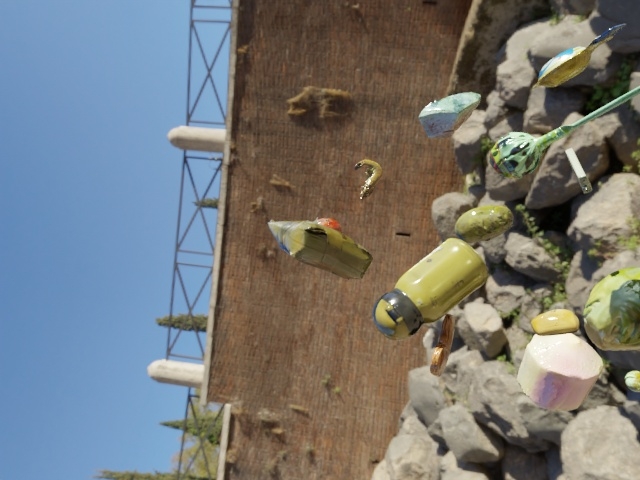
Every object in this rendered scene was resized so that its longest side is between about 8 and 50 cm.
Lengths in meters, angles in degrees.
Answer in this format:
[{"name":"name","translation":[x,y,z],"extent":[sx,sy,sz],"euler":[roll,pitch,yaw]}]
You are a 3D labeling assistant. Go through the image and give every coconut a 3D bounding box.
[{"name":"coconut","translation":[0.794,0.415,1.502],"extent":[0.233,0.233,0.245],"euler":[-71,-10,-62]}]

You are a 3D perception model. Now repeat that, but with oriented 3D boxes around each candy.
[{"name":"candy","translation":[0.956,0.362,1.317],"extent":[0.202,0.061,0.061],"euler":[-40,-29,-25]},{"name":"candy","translation":[0.452,-0.210,0.829],"extent":[0.305,0.083,0.091],"euler":[-33,56,45]}]

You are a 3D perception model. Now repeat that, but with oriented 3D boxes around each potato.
[{"name":"potato","translation":[0.692,-0.070,1.920],"extent":[0.150,0.251,0.113],"euler":[67,-157,-3]}]

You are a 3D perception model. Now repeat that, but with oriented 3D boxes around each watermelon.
[{"name":"watermelon","translation":[0.366,-0.346,1.231],"extent":[0.094,0.180,0.081],"euler":[48,-167,-46]}]

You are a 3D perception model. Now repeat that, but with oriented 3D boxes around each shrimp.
[{"name":"shrimp","translation":[0.183,-0.261,1.874],"extent":[0.178,0.124,0.034],"euler":[-57,8,-12]}]

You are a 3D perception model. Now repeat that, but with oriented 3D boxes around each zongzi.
[{"name":"zongzi","translation":[-0.008,0.015,1.351],"extent":[0.289,0.260,0.123],"euler":[23,91,66]}]

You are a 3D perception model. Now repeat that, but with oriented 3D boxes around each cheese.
[{"name":"cheese","translation":[0.740,-0.524,1.303],"extent":[0.069,0.176,0.270],"euler":[63,150,5]}]

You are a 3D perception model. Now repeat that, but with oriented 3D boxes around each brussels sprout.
[{"name":"brussels sprout","translation":[1.112,0.256,1.584],"extent":[0.268,0.343,0.345],"euler":[-36,-48,-76]}]

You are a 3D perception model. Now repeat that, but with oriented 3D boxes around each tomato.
[{"name":"tomato","translation":[0.000,0.000,1.622],"extent":[0.167,0.167,0.168],"euler":[6,-90,-83]}]

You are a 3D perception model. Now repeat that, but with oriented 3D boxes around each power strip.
[{"name":"power strip","translation":[0.917,-0.247,1.597],"extent":[0.080,0.029,0.227],"euler":[49,-147,-31]}]

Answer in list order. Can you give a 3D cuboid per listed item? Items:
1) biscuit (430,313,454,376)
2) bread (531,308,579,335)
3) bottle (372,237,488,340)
[{"name":"biscuit","translation":[0.366,0.307,1.334],"extent":[0.186,0.036,0.192],"euler":[48,-123,-62]},{"name":"bread","translation":[0.620,0.214,1.194],"extent":[0.082,0.115,0.056],"euler":[-28,-77,-60]},{"name":"bottle","translation":[0.305,0.154,1.321],"extent":[0.172,0.351,0.171],"euler":[51,166,18]}]
